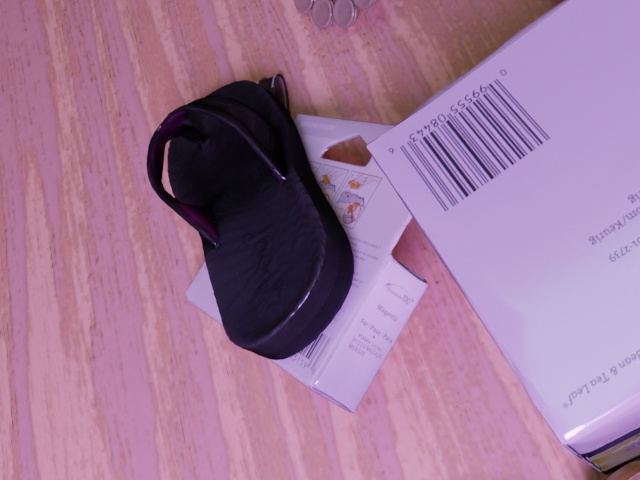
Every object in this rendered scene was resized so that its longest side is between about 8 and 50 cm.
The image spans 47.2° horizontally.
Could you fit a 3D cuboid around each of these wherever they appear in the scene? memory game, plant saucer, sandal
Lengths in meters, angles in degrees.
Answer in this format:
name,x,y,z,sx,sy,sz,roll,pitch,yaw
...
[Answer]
name,x,y,z,sx,sy,sz,roll,pitch,yaw
memory game,0.016,-0.345,0.871,0.186,0.012,0.186,16,112,45
plant saucer,0.235,0.198,0.573,0.083,0.083,0.015,-41,49,2
sandal,-0.095,-0.067,0.725,0.168,0.107,0.446,-51,34,11

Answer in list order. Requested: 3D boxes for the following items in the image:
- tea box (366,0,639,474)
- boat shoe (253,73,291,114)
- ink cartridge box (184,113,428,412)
name,x,y,z,sx,sy,sz,roll,pitch,yaw
tea box,0.262,-0.022,0.506,0.329,0.323,0.220,-35,59,9
boat shoe,-0.051,-0.144,0.861,0.038,0.046,0.125,-22,54,19
ink cartridge box,0.000,0.000,0.704,0.239,0.060,0.275,-58,33,-7
